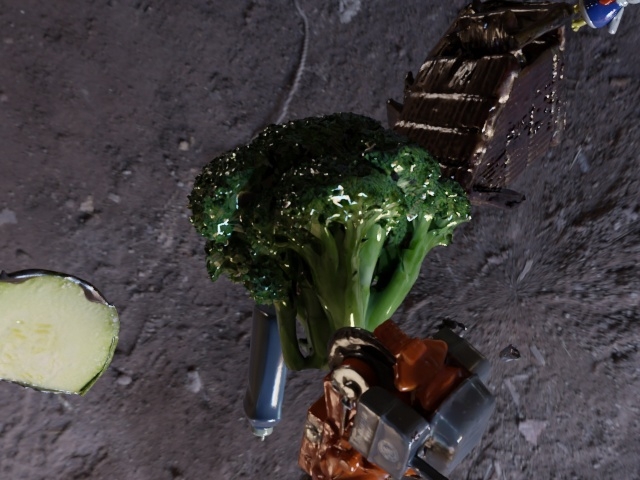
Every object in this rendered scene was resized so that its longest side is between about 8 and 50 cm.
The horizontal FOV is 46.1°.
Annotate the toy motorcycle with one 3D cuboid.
[{"bbox_3d":[0.075,0.223,0.675,0.221,0.148,0.325,33,135,26],"label":"toy motorcycle"}]

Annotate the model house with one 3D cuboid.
[{"bbox_3d":[0.178,-0.179,1.094,0.282,0.297,0.317,-43,39,-19],"label":"model house"}]

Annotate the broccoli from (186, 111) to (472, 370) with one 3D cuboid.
[{"bbox_3d":[0.000,0.000,0.808,0.308,0.308,0.275,-4,81,14],"label":"broccoli"}]

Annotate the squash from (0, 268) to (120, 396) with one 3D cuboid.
[{"bbox_3d":[-0.323,0.080,0.856,0.184,0.192,0.085,-53,35,27],"label":"squash"}]

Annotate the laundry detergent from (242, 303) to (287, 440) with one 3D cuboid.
[{"bbox_3d":[-0.080,0.204,1.150,0.061,0.096,0.206,3,97,-25],"label":"laundry detergent"}]

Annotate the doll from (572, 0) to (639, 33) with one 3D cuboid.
[{"bbox_3d":[0.445,-0.367,1.139,0.143,0.057,0.099,-18,88,39],"label":"doll"}]

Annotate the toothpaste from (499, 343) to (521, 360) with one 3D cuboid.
[{"bbox_3d":[0.291,0.175,1.155,0.019,0.083,0.027,-28,78,-7],"label":"toothpaste"}]
